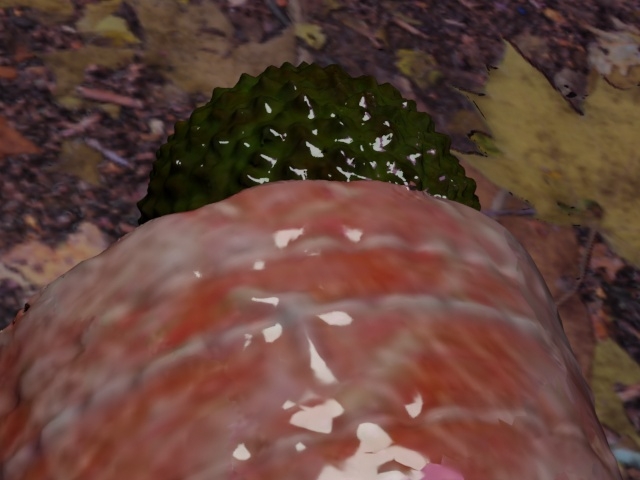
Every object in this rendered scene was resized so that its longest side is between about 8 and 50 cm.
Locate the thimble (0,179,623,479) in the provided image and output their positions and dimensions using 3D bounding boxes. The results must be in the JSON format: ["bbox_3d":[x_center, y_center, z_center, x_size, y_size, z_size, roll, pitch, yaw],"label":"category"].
[{"bbox_3d":[-0.011,0.107,0.682,0.239,0.239,0.162,-1,45,-24],"label":"thimble"}]

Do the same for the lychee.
[{"bbox_3d":[0.000,0.000,0.835,0.171,0.171,0.171,12,43,-11],"label":"lychee"}]
